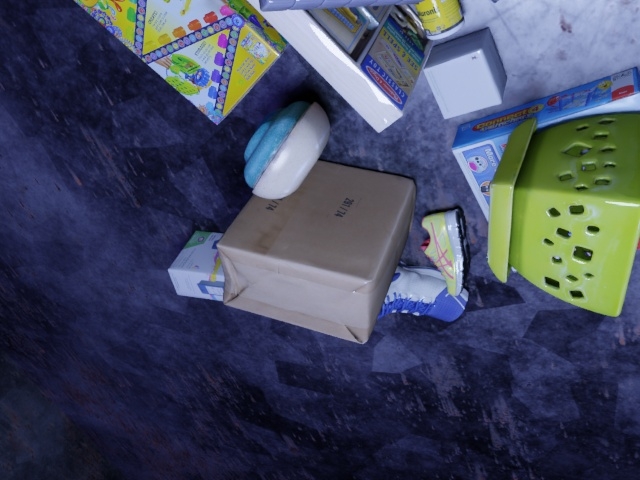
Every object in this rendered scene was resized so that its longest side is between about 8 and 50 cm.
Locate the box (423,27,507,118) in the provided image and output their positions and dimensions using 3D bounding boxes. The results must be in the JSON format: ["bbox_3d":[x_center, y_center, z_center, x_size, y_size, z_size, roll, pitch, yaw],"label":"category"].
[{"bbox_3d":[0.239,-0.272,1.007,0.102,0.087,0.101,-12,125,32],"label":"box"}]

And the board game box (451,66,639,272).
[{"bbox_3d":[0.436,-0.104,1.079,0.302,0.086,0.308,-14,124,33],"label":"board game box"}]

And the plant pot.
[{"bbox_3d":[0.376,-0.052,0.939,0.207,0.228,0.227,10,135,23],"label":"plant pot"}]

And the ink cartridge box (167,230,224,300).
[{"bbox_3d":[-0.232,0.063,1.482,0.213,0.154,0.093,7,132,19],"label":"ink cartridge box"}]

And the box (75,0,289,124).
[{"bbox_3d":[-0.159,-0.388,0.930,0.279,0.289,0.177,41,135,-15],"label":"box"}]

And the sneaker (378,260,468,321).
[{"bbox_3d":[0.152,0.124,1.350,0.316,0.182,0.127,27,137,-2],"label":"sneaker"}]

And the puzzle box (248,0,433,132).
[{"bbox_3d":[-0.005,-0.376,0.887,0.409,0.272,0.052,42,134,-17],"label":"puzzle box"}]

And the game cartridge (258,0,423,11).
[{"bbox_3d":[0.018,-0.471,0.748,0.230,0.068,0.354,-9,98,-12],"label":"game cartridge"}]

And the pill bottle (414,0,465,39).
[{"bbox_3d":[0.176,-0.379,0.952,0.065,0.065,0.116,-10,125,31],"label":"pill bottle"}]

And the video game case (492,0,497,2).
[{"bbox_3d":[0.266,-0.492,0.836,0.196,0.026,0.274,36,136,-11],"label":"video game case"}]

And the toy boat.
[{"bbox_3d":[-0.038,-0.230,1.103,0.148,0.267,0.318,34,104,-6],"label":"toy boat"}]

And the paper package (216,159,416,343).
[{"bbox_3d":[0.000,0.000,1.201,0.310,0.324,0.168,13,134,14],"label":"paper package"}]

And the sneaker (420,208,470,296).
[{"bbox_3d":[0.260,0.026,1.290,0.094,0.081,0.208,1,120,24],"label":"sneaker"}]
